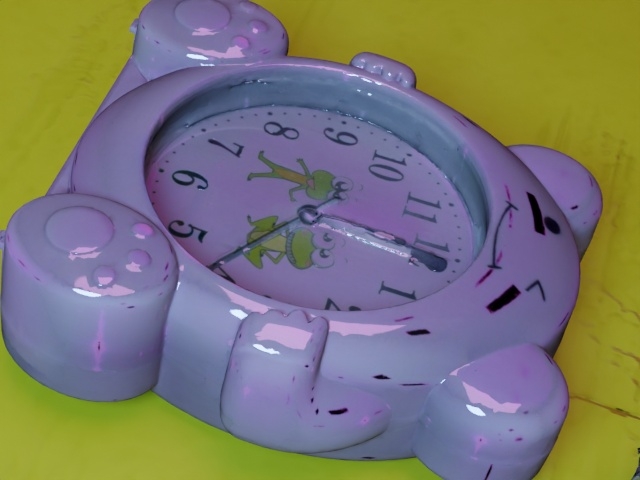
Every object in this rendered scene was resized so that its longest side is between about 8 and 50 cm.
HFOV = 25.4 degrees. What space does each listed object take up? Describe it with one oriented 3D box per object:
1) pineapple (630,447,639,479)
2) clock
[{"bbox_3d":[0.260,0.160,0.749,0.176,0.137,0.161,-18,5,8],"label":"pineapple"},{"bbox_3d":[0.000,0.000,0.850,0.322,0.113,0.295,18,44,3],"label":"clock"}]
